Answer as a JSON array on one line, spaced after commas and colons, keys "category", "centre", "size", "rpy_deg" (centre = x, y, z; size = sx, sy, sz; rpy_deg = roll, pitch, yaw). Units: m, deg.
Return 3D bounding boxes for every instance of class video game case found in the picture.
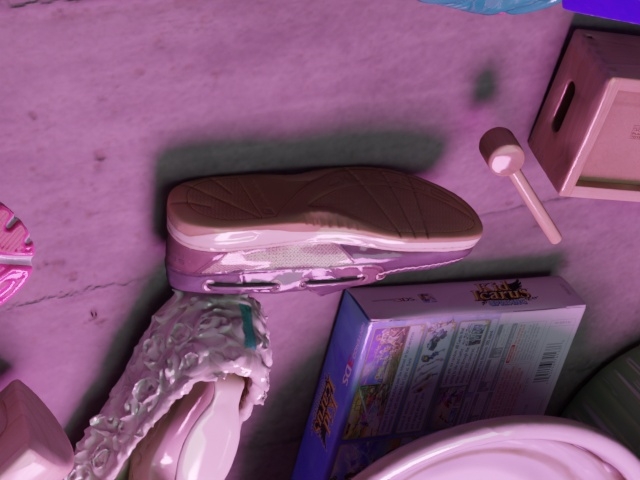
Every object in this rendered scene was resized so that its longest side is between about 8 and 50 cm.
[{"category": "video game case", "centre": [0.109, 0.162, 1.604], "size": [0.244, 0.061, 0.269], "rpy_deg": [-3, 125, -29]}]

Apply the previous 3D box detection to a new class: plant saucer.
[{"category": "plant saucer", "centre": [0.132, 0.304, 1.596], "size": [0.400, 0.100, 0.400], "rpy_deg": [-10, 127, -13]}]

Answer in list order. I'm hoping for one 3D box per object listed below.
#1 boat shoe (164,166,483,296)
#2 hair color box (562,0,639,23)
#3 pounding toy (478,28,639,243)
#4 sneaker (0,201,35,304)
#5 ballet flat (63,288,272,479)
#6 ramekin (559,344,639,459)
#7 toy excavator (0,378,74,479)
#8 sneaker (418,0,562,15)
[{"category": "boat shoe", "centre": [0.000, 0.000, 1.394], "size": [0.285, 0.103, 0.092], "rpy_deg": [-2, 129, -25]}, {"category": "hair color box", "centre": [0.289, -0.327, 1.201], "size": [0.339, 0.110, 0.185], "rpy_deg": [-52, 144, -34]}, {"category": "pounding toy", "centre": [0.230, -0.094, 1.467], "size": [0.206, 0.094, 0.181], "rpy_deg": [4, 127, -22]}, {"category": "sneaker", "centre": [-0.310, -0.059, 1.160], "size": [0.103, 0.111, 0.252], "rpy_deg": [-36, 112, -12]}, {"category": "ballet flat", "centre": [-0.158, 0.222, 1.444], "size": [0.147, 0.147, 0.409], "rpy_deg": [9, 119, -35]}, {"category": "ramekin", "centre": [0.390, 0.245, 1.775], "size": [0.303, 0.148, 0.303], "rpy_deg": [-16, 130, -20]}, {"category": "toy excavator", "centre": [-0.369, 0.057, 1.150], "size": [0.222, 0.445, 0.433], "rpy_deg": [-43, 93, 6]}, {"category": "sneaker", "centre": [0.182, -0.292, 1.258], "size": [0.178, 0.124, 0.295], "rpy_deg": [23, 110, -41]}]
